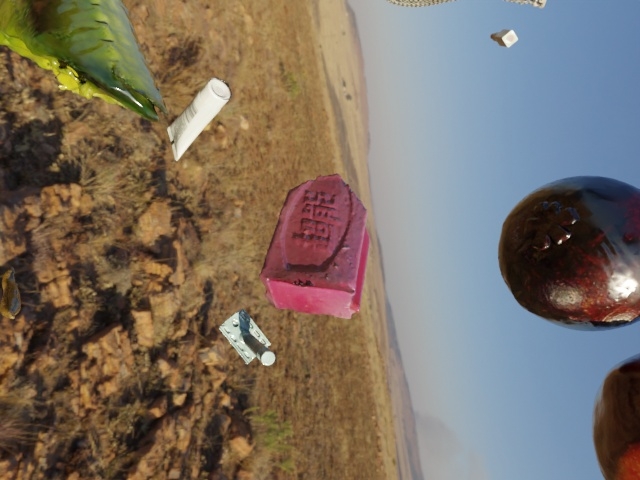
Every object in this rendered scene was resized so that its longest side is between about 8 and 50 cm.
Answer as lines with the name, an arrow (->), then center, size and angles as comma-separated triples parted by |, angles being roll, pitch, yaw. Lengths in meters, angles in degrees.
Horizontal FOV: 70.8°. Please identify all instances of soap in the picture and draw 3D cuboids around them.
soap -> 0.000, 0.000, 0.772 | 0.099, 0.162, 0.249 | 76, 20, -48

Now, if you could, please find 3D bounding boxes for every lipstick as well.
lipstick -> 0.457, -0.516, 1.143 | 0.030, 0.030, 0.129 | 45, 20, -20

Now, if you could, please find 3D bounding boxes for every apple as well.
apple -> 0.586, 0.314, 0.714 | 0.288, 0.289, 0.316 | -91, 157, -44

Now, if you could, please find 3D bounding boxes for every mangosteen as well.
mangosteen -> 0.486, 0.031, 0.836 | 0.293, 0.297, 0.296 | 48, 29, -42

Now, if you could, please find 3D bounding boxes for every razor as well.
razor -> -0.132, 0.205, 0.883 | 0.106, 0.068, 0.232 | 54, -16, -10

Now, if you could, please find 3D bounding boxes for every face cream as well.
face cream -> -0.294, -0.284, 1.053 | 0.058, 0.244, 0.092 | -5, 73, -46

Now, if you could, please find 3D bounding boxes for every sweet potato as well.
sweet potato -> -0.441, 0.078, 0.640 | 0.115, 0.026, 0.026 | 45, -21, 44

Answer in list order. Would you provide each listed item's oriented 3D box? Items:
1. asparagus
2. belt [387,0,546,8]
asparagus -> -0.256, -0.245, 0.437 | 0.108, 0.129, 0.381 | 104, -36, -65
belt -> 0.292, -0.501, 0.842 | 0.126, 0.360, 0.094 | -11, 110, -68
